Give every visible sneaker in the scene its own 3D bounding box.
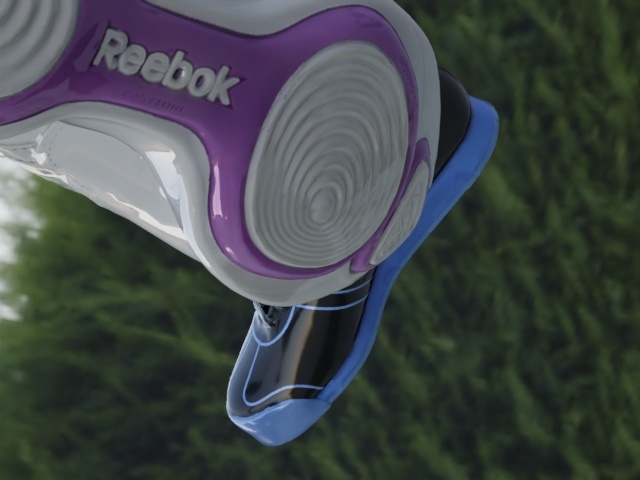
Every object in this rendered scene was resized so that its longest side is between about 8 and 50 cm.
[{"bbox_3d":[0.000,0.000,0.877,0.232,0.090,0.081,-58,30,5],"label":"sneaker"},{"bbox_3d":[-0.072,-0.074,0.535,0.152,0.305,0.114,38,97,43],"label":"sneaker"}]
